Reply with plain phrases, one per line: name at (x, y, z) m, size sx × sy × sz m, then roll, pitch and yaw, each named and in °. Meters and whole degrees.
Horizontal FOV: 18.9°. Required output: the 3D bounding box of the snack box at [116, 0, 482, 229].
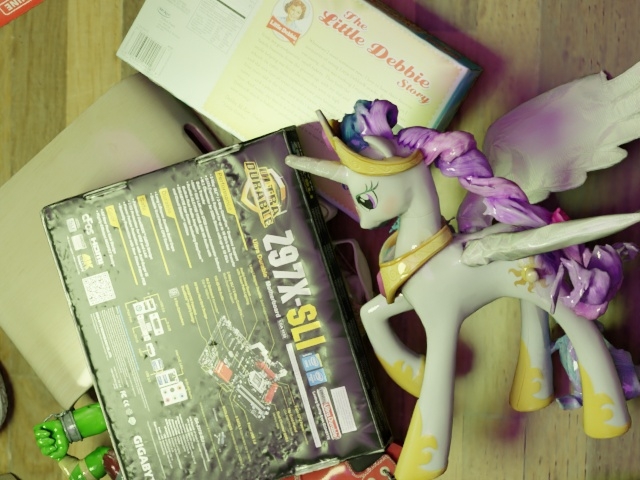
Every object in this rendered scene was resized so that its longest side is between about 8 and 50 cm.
snack box at (-0.024, -0.176, 1.889) m, size 0.322 × 0.060 × 0.187 m, roll 35°, pitch 105°, yaw 13°

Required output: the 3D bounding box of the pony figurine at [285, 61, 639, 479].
pony figurine at (0.174, 0.014, 1.735) m, size 0.351 × 0.303 × 0.364 m, roll -13°, pitch 114°, yaw 5°

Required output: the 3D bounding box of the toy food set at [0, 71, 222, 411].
toy food set at (-0.216, 0.003, 1.966) m, size 0.306 × 0.092 × 0.220 m, roll -41°, pitch 79°, yaw 10°

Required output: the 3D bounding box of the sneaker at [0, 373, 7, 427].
sneaker at (-0.492, 0.079, 1.990) m, size 0.137 × 0.210 × 0.366 m, roll -43°, pitch 81°, yaw 17°

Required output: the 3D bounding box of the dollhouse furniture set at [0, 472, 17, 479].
dollhouse furniture set at (-0.365, 0.418, 2.057) m, size 0.197 × 0.151 × 0.302 m, roll 42°, pitch 125°, yaw 32°

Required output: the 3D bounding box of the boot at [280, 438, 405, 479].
boot at (0.031, 0.288, 1.902) m, size 0.176 × 0.088 × 0.244 m, roll -24°, pitch 84°, yaw 18°

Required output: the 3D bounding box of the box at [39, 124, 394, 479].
box at (-0.099, 0.080, 1.845) m, size 0.257 × 0.079 × 0.322 m, roll -18°, pitch 91°, yaw 10°

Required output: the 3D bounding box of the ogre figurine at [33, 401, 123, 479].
ogre figurine at (-0.188, 0.231, 1.956) m, size 0.118 × 0.097 × 0.197 m, roll -38°, pitch 93°, yaw 2°

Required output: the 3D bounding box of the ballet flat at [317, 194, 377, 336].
ballet flat at (0.000, 0.000, 1.892) m, size 0.067 × 0.073 × 0.206 m, roll -30°, pitch 94°, yaw 25°

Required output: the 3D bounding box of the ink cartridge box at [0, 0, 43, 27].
ink cartridge box at (-0.453, -0.267, 1.948) m, size 0.296 × 0.066 × 0.261 m, roll -29°, pitch 122°, yaw 19°
